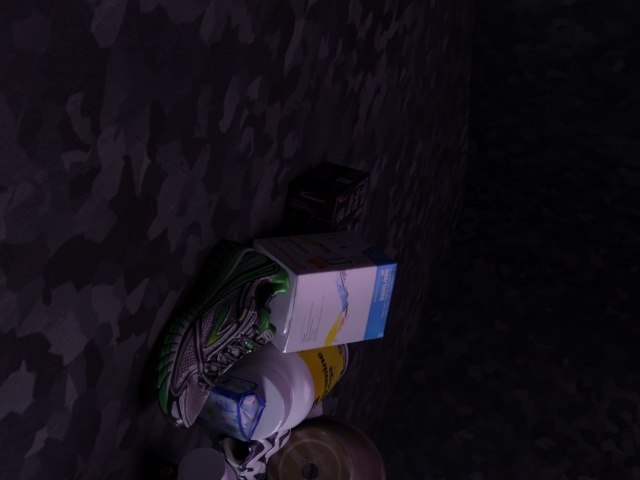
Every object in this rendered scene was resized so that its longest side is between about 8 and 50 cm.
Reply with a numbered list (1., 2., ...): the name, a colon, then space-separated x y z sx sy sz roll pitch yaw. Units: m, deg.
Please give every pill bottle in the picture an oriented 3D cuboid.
1. pill bottle: -0.077 0.273 1.806 0.334 0.188 0.187 -32 136 -67
2. pill bottle: -0.194 0.436 1.531 0.180 0.108 0.108 88 25 -47

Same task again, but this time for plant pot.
1. plant pot: -0.010 0.549 2.046 0.280 0.323 0.323 73 37 -69

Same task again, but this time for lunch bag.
1. lunch bag: -0.179 0.283 1.580 0.151 0.129 0.096 70 39 -62

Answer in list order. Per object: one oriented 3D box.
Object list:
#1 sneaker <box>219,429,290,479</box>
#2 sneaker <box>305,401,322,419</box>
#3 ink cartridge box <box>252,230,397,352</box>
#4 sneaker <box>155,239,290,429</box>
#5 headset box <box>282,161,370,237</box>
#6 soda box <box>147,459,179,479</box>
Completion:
1. sneaker: -0.176 0.468 1.880 0.153 0.094 0.235 13 120 -52
2. sneaker: -0.093 0.352 2.062 0.256 0.094 0.151 -2 82 -58
3. ink cartridge box: -0.005 0.093 1.717 0.233 0.171 0.168 -5 116 -34
4. sneaker: -0.162 0.157 1.476 0.134 0.146 0.343 79 33 -59
5. headset box: 0.000 0.000 1.924 0.218 0.110 0.293 -39 143 -62
6. soda box: -0.278 0.482 1.590 0.060 0.053 0.168 -41 144 -61
